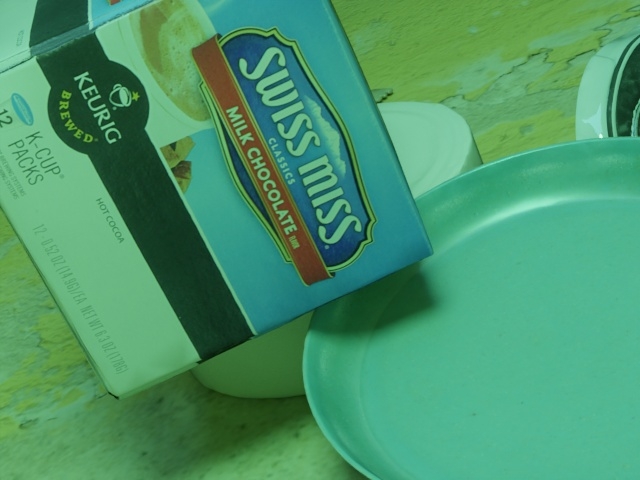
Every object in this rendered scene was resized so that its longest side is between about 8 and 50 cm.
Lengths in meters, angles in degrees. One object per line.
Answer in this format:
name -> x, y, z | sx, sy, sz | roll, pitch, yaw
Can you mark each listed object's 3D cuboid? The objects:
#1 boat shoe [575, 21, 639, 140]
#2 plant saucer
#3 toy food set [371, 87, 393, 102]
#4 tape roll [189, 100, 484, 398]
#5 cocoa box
boat shoe -> 0.292, -0.122, 1.012 | 0.102, 0.108, 0.301 | -5, 24, 38
plant saucer -> 0.146, 0.050, 0.771 | 0.318, 0.043, 0.317 | -16, 36, 12
toy food set -> -0.027, -0.123, 1.356 | 0.132, 0.038, 0.192 | 4, 37, 45
tape roll -> 0.000, 0.000, 1.022 | 0.286, 0.100, 0.286 | -19, 26, 10
cocoa box -> -0.092, -0.102, 0.905 | 0.228, 0.231, 0.347 | -24, 24, 2
